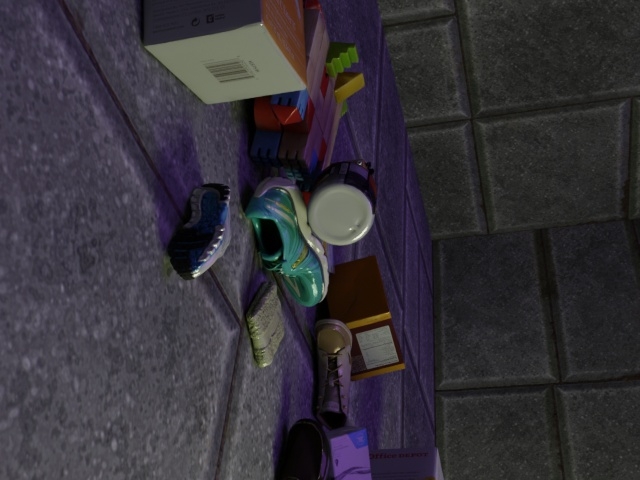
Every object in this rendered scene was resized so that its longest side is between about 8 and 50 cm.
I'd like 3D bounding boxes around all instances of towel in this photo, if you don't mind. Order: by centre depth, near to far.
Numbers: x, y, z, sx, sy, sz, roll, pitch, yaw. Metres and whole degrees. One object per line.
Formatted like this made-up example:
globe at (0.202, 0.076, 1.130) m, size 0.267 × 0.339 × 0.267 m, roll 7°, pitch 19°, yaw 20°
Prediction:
towel at (-0.090, 0.140, 1.381) m, size 0.148 × 0.027 × 0.110 m, roll -61°, pitch 142°, yaw -67°

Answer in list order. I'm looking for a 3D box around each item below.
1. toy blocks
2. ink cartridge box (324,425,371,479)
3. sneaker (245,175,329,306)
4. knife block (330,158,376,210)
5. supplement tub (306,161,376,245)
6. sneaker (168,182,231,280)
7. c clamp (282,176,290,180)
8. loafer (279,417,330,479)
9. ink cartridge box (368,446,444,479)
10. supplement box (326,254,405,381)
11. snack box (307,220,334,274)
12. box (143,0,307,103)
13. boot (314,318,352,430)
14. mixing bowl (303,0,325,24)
toy blocks at (-0.045, -0.230, 1.480) m, size 0.381 × 0.191 × 0.261 m, roll 64°, pitch 35°, yaw -66°
ink cartridge box at (0.047, 0.475, 1.629) m, size 0.104 × 0.060 × 0.180 m, roll -5°, pitch 88°, yaw -42°
sneaker at (-0.068, 0.018, 1.438) m, size 0.110 × 0.107 × 0.275 m, roll -57°, pitch 137°, yaw -40°
knife block at (0.096, -0.092, 2.110) m, size 0.242 × 0.088 × 0.275 m, roll 59°, pitch 28°, yaw -59°
supplement tub at (0.041, -0.072, 1.433) m, size 0.190 × 0.117 × 0.117 m, roll -74°, pitch 155°, yaw -72°
sneaker at (-0.153, 0.003, 1.111) m, size 0.190 × 0.071 × 0.083 m, roll -77°, pitch 162°, yaw -53°
c clamp at (-0.069, -0.061, 1.568) m, size 0.160 × 0.022 × 0.137 m, roll -82°, pitch 160°, yaw -44°
loafer at (-0.030, 0.409, 1.391) m, size 0.078 × 0.080 × 0.220 m, roll 63°, pitch 25°, yaw -56°
ink cartridge box at (0.195, 0.666, 1.951) m, size 0.270 × 0.198 × 0.197 m, roll -74°, pitch 154°, yaw -55°
supplement box at (0.097, 0.176, 1.835) m, size 0.191 × 0.129 × 0.194 m, roll -100°, pitch 174°, yaw -50°
snack box at (0.000, 0.000, 1.787) m, size 0.100 × 0.037 × 0.141 m, roll 38°, pitch 47°, yaw -73°
box at (-0.132, -0.402, 1.155) m, size 0.215 × 0.168 × 0.345 m, roll 37°, pitch 48°, yaw -71°
boot at (0.025, 0.279, 1.676) m, size 0.213 × 0.077 × 0.165 m, roll 80°, pitch 12°, yaw -46°
mixing bowl at (-0.050, -0.407, 1.636) m, size 0.181 × 0.098 × 0.181 m, roll -7°, pitch 90°, yaw -76°
